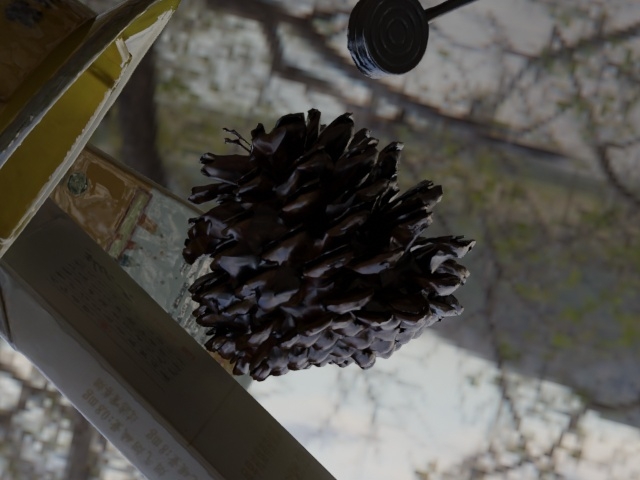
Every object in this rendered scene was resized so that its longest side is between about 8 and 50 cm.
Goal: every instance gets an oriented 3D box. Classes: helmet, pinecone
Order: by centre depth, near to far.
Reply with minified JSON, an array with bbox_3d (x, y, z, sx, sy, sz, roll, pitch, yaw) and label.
[{"bbox_3d":[-0.196,-0.058,0.858,0.140,0.257,0.205,36,-157,0],"label":"helmet"},{"bbox_3d":[0.000,0.000,1.330,0.221,0.221,0.221,13,-175,-1],"label":"pinecone"}]

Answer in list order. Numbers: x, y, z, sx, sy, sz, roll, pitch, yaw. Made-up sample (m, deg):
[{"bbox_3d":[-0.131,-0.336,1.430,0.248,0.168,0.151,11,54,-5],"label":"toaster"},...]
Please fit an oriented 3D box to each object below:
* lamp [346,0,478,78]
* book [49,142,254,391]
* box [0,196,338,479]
[{"bbox_3d":[0.195,-0.209,1.399,0.371,0.130,0.108,-13,-165,-34],"label":"lamp"},{"bbox_3d":[-0.182,0.049,1.809,0.295,0.208,0.020,31,-166,9],"label":"book"},{"bbox_3d":[-0.132,0.113,1.396,0.365,0.051,0.204,45,-168,-1],"label":"box"}]
